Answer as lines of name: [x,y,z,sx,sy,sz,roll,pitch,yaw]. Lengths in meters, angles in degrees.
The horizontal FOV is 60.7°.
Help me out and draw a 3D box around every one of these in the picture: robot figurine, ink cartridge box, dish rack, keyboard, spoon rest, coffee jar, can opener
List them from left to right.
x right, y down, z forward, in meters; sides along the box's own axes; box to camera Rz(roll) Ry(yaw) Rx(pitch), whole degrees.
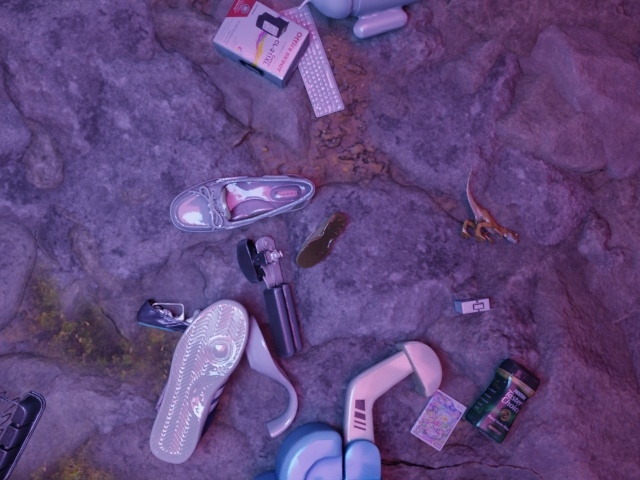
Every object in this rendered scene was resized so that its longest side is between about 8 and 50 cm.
dish rack: [-0.754,0.378,1.144,0.272,0.074,0.208,27,86,-4]
ink cartridge box: [-0.127,-0.442,1.211,0.175,0.072,0.127,29,90,-2]
spoon rest: [-0.110,0.291,1.203,0.084,0.137,0.276,-16,106,-14]
can opener: [-0.108,0.125,1.232,0.093,0.074,0.280,-16,90,28]
keyboard: [-0.020,-0.415,1.262,0.072,0.014,0.255,-20,93,-7]
robot figurine: [0.107,-0.603,1.184,0.354,0.200,0.299,-16,108,-6]
ink cartridge box: [0.366,0.152,1.290,0.083,0.048,0.028,-7,91,-8]
coffee jar: [0.429,0.374,1.282,0.096,0.079,0.184,36,85,-6]

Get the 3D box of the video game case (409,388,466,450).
video game case: [0.280,0.425,1.298,0.087,0.011,0.122,34,86,-5]

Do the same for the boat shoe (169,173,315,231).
boat shoe: [-0.171,-0.088,1.198,0.321,0.103,0.118,-8,91,-7]

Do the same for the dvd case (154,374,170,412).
dvd case: [-0.300,0.364,1.226,0.120,0.013,0.087,24,87,-6]

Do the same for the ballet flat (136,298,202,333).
ballet flat: [-0.299,0.177,1.200,0.203,0.074,0.074,19,88,-4]

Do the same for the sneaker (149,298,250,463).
sneaker: [-0.251,0.279,1.150,0.131,0.148,0.350,26,90,-2]

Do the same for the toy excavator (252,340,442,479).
toy excavator: [0.057,0.447,1.187,0.433,0.222,0.444,0,81,-8]

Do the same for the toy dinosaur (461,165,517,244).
toy dinosaur: [0.378,-0.056,1.296,0.211,0.064,0.112,46,67,-14]

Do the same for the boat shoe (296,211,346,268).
boat shoe: [-0.001,-0.002,1.253,0.056,0.048,0.153,35,92,-18]
